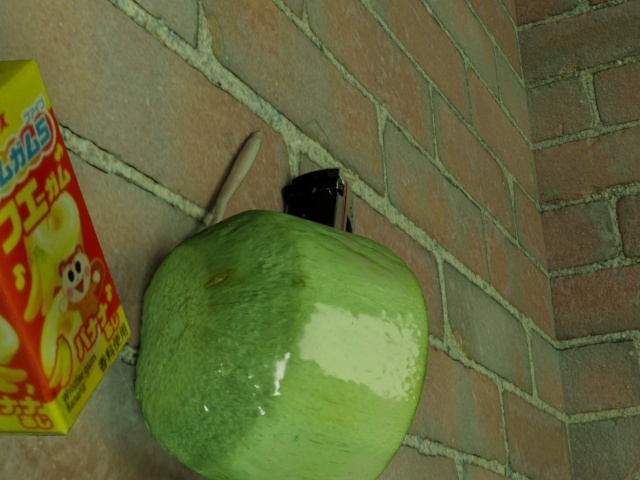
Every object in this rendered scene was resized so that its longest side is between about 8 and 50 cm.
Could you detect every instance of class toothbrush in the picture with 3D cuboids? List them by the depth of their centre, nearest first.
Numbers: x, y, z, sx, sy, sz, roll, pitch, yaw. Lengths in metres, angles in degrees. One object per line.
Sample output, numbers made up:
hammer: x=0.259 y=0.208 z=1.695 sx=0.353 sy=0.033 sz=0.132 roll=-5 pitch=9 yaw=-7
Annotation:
toothbrush: x=-0.118 y=-0.062 z=1.281 sx=0.307 sy=0.030 sz=0.025 roll=-70 pitch=141 yaw=-54

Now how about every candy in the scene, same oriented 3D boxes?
candy: x=-0.249 y=0.009 z=0.819 sx=0.146 sy=0.088 sz=0.276 roll=-63 pitch=147 yaw=-54

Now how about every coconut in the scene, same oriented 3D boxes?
coconut: x=-0.026 y=0.124 z=1.086 sx=0.328 sy=0.281 sz=0.328 roll=30 pitch=26 yaw=-17

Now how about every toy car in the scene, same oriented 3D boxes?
toy car: x=0.000 y=0.000 z=1.433 sx=0.108 sy=0.090 sz=0.209 roll=61 pitch=25 yaw=-44
